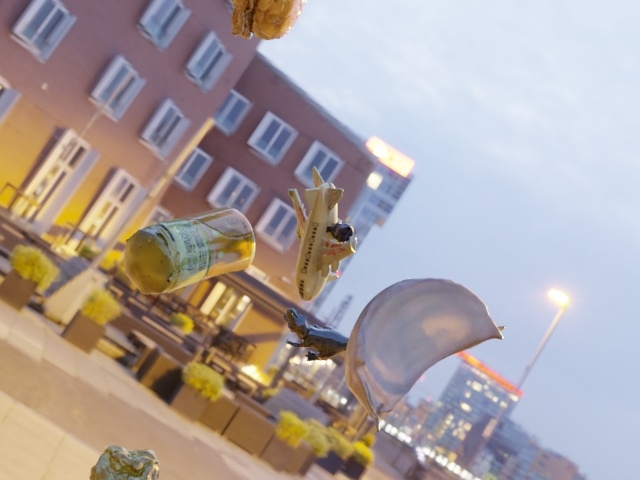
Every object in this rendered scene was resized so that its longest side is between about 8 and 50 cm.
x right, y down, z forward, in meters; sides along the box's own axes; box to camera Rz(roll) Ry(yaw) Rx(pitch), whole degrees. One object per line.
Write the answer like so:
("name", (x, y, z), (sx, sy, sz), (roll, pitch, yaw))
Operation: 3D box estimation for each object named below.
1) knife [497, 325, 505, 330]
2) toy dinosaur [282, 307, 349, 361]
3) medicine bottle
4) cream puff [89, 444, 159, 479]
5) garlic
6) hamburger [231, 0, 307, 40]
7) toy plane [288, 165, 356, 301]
("knife", (0.250, 0.191, 1.739), (0.047, 0.017, 0.298), (29, -27, -35))
("toy dinosaur", (0.017, 0.203, 1.842), (0.187, 0.087, 0.179), (21, -23, -34))
("medicine bottle", (-0.226, 0.016, 1.495), (0.124, 0.124, 0.239), (29, 25, 26))
("cream puff", (-0.409, 0.504, 1.858), (0.156, 0.156, 0.121), (38, -7, -32))
("garlic", (0.135, 0.168, 1.431), (0.196, 0.338, 0.151), (26, -51, 38))
("hamburger", (-0.096, -0.563, 1.854), (0.158, 0.318, 0.318), (20, -8, -2))
("toy plane", (0.000, 0.000, 1.557), (0.092, 0.244, 0.229), (-11, 31, -26))
